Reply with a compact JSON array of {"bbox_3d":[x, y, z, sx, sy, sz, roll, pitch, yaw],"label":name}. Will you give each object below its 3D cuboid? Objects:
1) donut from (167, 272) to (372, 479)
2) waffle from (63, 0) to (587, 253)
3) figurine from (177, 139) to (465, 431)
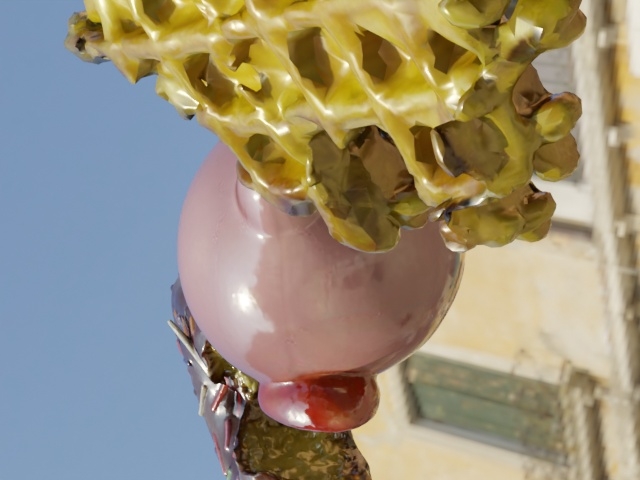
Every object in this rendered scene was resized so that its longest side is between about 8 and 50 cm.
[{"bbox_3d":[-0.045,0.105,1.116,0.096,0.216,0.230,-22,-73,-10],"label":"donut"},{"bbox_3d":[-0.019,-0.086,0.472,0.051,0.228,0.232,-44,-25,-21],"label":"waffle"},{"bbox_3d":[0.000,0.000,0.874,0.173,0.173,0.173,-21,-63,-51],"label":"figurine"}]
